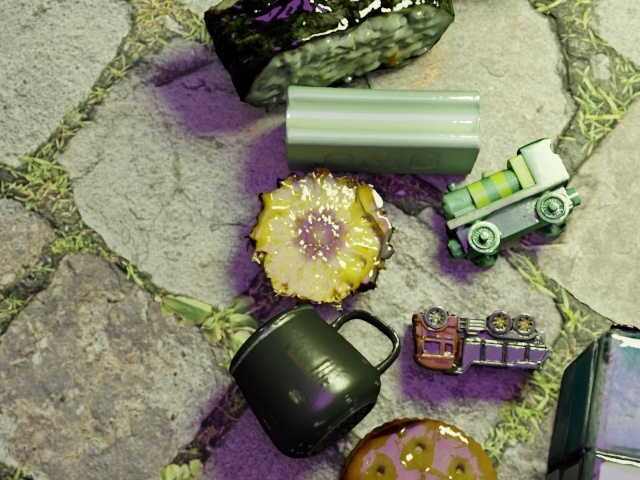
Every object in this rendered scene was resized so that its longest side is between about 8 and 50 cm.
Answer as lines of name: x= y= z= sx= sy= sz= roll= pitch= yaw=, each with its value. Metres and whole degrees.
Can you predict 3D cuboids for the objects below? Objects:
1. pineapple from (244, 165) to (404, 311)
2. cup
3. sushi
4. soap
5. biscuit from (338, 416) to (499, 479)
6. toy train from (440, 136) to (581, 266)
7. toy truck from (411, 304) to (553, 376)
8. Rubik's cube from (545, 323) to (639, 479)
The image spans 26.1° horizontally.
pineapple: x=0.000 y=0.000 z=1.945 sx=0.224 sy=0.076 sz=0.225 roll=0 pitch=79 yaw=-2
cup: x=-0.003 y=0.173 z=1.867 sx=0.223 sy=0.169 sz=0.176 roll=-38 pitch=72 yaw=-13
sushi: x=0.015 y=-0.317 z=1.955 sx=0.350 sy=0.211 sz=0.171 roll=-23 pitch=74 yaw=-10
soap: x=0.085 y=-0.151 z=1.936 sx=0.265 sy=0.160 sz=0.088 roll=1 pitch=78 yaw=0
biscuit: x=0.131 y=0.346 z=1.872 sx=0.220 sy=0.066 sz=0.221 roll=0 pitch=77 yaw=0
toy train: x=0.261 y=-0.049 z=1.953 sx=0.200 sy=0.083 sz=0.132 roll=-22 pitch=75 yaw=-4
toy truck: x=0.220 y=0.142 z=1.909 sx=0.192 sy=0.083 sz=0.092 roll=5 pitch=83 yaw=0
Rubik's cube: x=0.457 y=0.308 z=1.754 sx=0.316 sy=0.313 sz=0.318 roll=12 pitch=76 yaw=3
